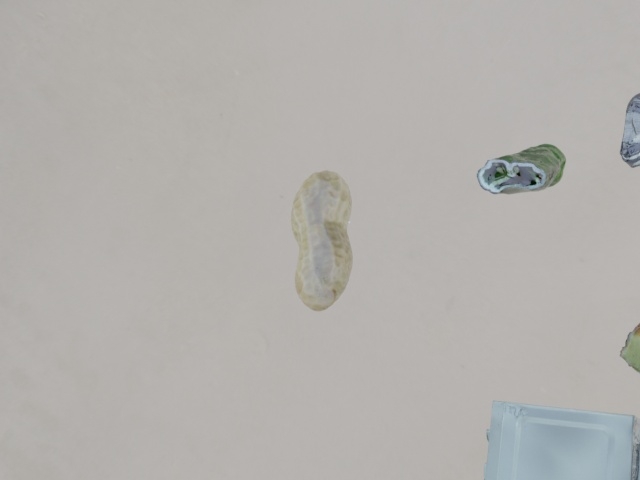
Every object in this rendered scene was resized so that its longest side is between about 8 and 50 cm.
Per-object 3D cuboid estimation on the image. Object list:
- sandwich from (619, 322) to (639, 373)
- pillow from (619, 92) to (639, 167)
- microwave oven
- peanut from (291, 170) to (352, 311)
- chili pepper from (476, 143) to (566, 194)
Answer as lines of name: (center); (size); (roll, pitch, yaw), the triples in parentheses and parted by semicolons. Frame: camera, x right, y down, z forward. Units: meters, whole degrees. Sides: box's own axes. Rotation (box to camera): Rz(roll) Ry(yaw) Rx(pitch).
sandwich: (0.471, 0.159, 0.847); (0.212, 0.245, 0.063); (4, 114, -21)
pillow: (0.749, -0.230, 1.693); (0.334, 0.092, 0.162); (-6, 115, -27)
microwave oven: (0.276, 0.249, 0.876); (0.162, 0.208, 0.123); (2, 75, 30)
peanut: (0.000, 0.000, 1.688); (0.120, 0.136, 0.299); (14, 64, -32)
chili pepper: (0.448, -0.151, 1.751); (0.136, 0.270, 0.099); (-18, 89, 33)
